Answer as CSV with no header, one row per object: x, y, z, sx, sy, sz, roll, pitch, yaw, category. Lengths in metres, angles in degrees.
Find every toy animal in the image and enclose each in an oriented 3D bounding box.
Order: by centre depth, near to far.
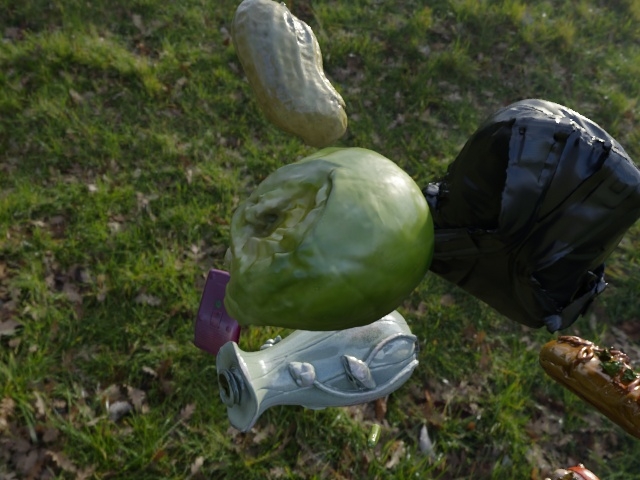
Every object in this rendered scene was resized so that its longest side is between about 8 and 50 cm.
0.702,0.732,1.518,0.197,0.171,0.171,-44,44,3,toy animal

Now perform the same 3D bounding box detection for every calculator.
-0.227,0.167,1.238,0.126,0.191,0.034,15,5,30,calculator

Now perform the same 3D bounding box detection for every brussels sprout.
0.000,0.000,0.805,0.343,0.269,0.344,-7,-5,-1,brussels sprout

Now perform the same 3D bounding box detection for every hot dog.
0.556,0.270,1.016,0.158,0.117,0.349,26,5,-12,hot dog

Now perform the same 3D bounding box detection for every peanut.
-0.074,-0.350,1.156,0.174,0.340,0.158,-24,6,-42,peanut

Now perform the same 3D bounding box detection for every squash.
0.130,0.486,1.350,0.027,0.028,0.083,15,14,11,squash

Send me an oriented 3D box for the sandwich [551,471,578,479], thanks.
0.457,0.644,1.019,0.131,0.262,0.326,38,23,-47,sandwich

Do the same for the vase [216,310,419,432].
-0.007,0.278,1.225,0.444,0.250,0.250,-8,35,-30,vase

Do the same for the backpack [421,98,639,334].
0.349,-0.041,0.946,0.363,0.446,0.255,29,56,14,backpack
